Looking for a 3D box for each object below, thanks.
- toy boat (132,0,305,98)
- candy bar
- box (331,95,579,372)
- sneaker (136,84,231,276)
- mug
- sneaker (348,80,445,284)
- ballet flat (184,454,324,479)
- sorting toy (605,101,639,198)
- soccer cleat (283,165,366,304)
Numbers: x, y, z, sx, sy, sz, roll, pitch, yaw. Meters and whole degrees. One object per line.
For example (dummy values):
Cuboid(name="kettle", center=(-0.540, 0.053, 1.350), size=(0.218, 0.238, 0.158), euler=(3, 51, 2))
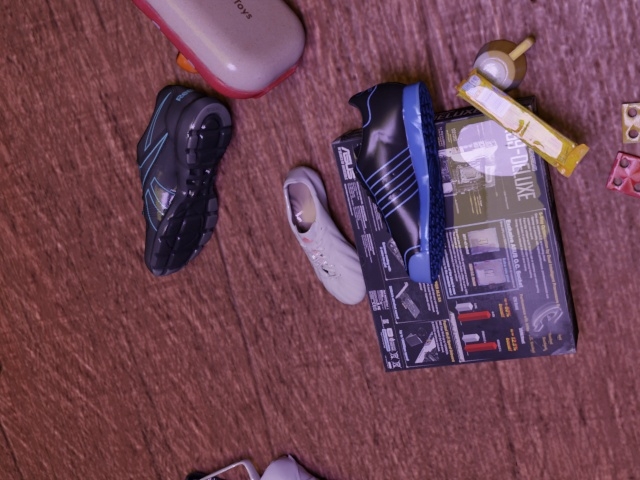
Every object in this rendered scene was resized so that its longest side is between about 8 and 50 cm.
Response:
Cuboid(name="toy boat", center=(-0.140, -0.261, 1.146), size=(0.231, 0.151, 0.151), euler=(48, 144, -1))
Cuboid(name="candy bar", center=(0.220, -0.132, 1.031), size=(0.161, 0.018, 0.040), euler=(37, 109, 5))
Cuboid(name="box", center=(0.167, -0.002, 1.141), size=(0.243, 0.076, 0.307), euler=(-10, 103, 21))
Cuboid(name="sneaker", center=(-0.192, -0.079, 1.244), size=(0.106, 0.101, 0.267), euler=(33, 117, 31))
Cuboid(name="mug", center=(0.204, -0.203, 1.072), size=(0.062, 0.064, 0.078), euler=(21, 112, 12))
Cuboid(name="sneaker", center=(0.087, -0.063, 1.067), size=(0.091, 0.081, 0.232), euler=(-3, 97, 23))
Cuboid(name="ballet flat", center=(-0.082, 0.362, 1.335), size=(0.281, 0.095, 0.096), euler=(-9, 91, 21))
Cuboid(name="sorting toy", center=(0.455, -0.072, 1.039), size=(0.275, 0.046, 0.132), euler=(21, 112, 12))
Cuboid(name="soccer cleat", center=(0.000, 0.000, 1.198), size=(0.068, 0.076, 0.196), euler=(-20, 100, 23))
